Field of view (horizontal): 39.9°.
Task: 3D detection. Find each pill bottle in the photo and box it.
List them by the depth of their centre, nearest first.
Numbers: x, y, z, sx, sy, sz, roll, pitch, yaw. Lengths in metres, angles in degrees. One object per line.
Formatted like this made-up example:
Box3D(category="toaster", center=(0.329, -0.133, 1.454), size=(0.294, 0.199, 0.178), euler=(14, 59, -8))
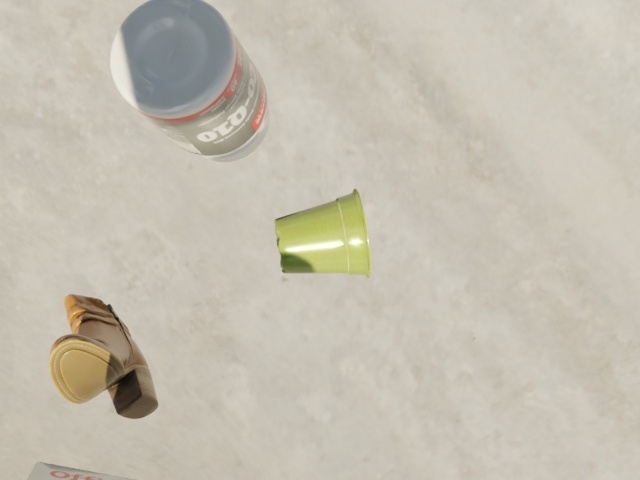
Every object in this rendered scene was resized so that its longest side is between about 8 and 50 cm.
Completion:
Box3D(category="pill bottle", center=(-0.163, -0.207, 1.214), size=(0.161, 0.283, 0.161), euler=(-1, 81, 9))

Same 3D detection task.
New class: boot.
Box3D(category="boot", center=(-0.269, 0.116, 1.023), size=(0.073, 0.197, 0.152), euler=(-31, 56, -1))

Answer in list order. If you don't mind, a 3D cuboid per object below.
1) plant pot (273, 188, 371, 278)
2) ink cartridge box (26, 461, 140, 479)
Box3D(category="plant pot", center=(0.000, 0.000, 0.803), size=(0.079, 0.083, 0.083), euler=(-10, 71, -4))
Box3D(category="ink cartridge box", center=(-0.162, 0.291, 0.631), size=(0.171, 0.232, 0.168), euler=(14, 96, -8))
